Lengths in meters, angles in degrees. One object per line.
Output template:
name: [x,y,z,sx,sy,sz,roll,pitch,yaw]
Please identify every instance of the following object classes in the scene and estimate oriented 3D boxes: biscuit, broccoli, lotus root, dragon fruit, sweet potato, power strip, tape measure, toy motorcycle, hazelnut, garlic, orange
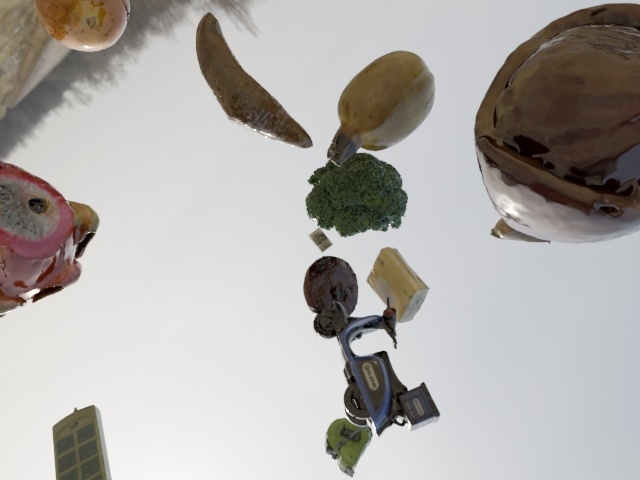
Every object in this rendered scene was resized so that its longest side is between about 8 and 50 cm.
biscuit: [0.033,0.132,1.394,0.049,0.192,0.192,-19,-142,46]
broccoli: [0.092,-0.104,1.309,0.268,0.242,0.262,-5,-129,-18]
lotus root: [0.125,-0.287,1.125,0.310,0.183,0.182,-44,-150,-14]
dragon fruit: [-0.439,0.004,0.678,0.227,0.224,0.224,-23,-143,39]
sweet potato: [-0.158,-0.300,1.049,0.114,0.341,0.092,-41,-174,-10]
power strip: [-0.392,0.355,0.829,0.079,0.029,0.227,-29,-139,-12]
tape measure: [0.089,0.664,1.682,0.153,0.088,0.177,27,-143,21]
toy motorcycle: [0.125,0.284,1.209,0.212,0.125,0.359,-20,-120,-7]
hazelnut: [0.209,-0.093,0.395,0.160,0.170,0.202,81,28,-84]
garlic: [0.629,-0.047,1.570,0.087,0.195,0.102,-158,-105,-78]
orange: [-0.651,-0.641,1.383,0.239,0.240,0.240,-30,-146,23]

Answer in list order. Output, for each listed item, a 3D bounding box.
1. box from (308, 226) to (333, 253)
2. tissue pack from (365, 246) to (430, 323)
box: [0.000,0.000,1.853,0.054,0.083,0.024,-38,172,-12]
tissue pack: [0.266,0.155,1.784,0.222,0.090,0.186,53,-41,33]
